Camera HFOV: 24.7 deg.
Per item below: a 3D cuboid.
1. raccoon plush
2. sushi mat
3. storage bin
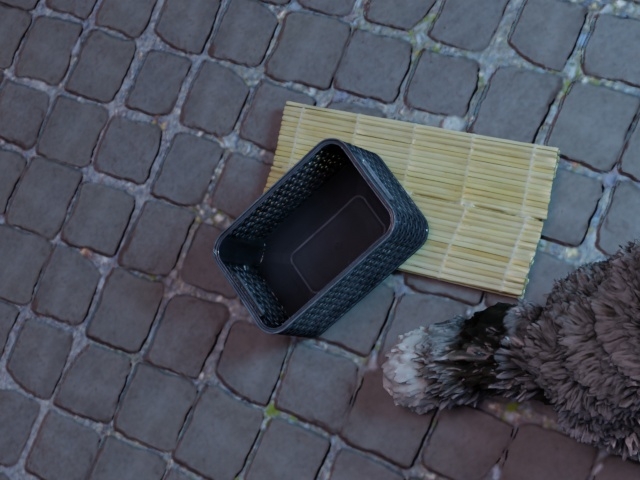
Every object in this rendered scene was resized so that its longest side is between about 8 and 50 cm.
[{"bbox_3d":[0.223,0.091,1.200,0.447,0.299,0.216,-19,67,19],"label":"raccoon plush"},{"bbox_3d":[0.080,-0.046,1.470,0.317,0.019,0.151,13,80,28],"label":"sushi mat"},{"bbox_3d":[0.000,0.000,1.438,0.180,0.084,0.122,-42,67,16],"label":"storage bin"}]
